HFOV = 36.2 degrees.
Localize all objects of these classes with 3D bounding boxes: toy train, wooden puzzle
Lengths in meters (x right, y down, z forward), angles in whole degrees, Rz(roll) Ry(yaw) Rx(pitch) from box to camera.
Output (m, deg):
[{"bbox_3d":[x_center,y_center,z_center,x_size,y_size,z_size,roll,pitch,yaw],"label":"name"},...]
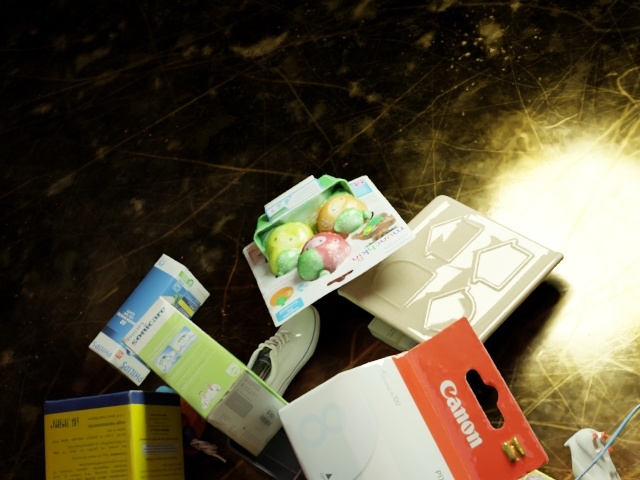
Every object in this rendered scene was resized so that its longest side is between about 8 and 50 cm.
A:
[{"bbox_3d":[-0.246,0.358,2.004,0.248,0.105,0.143,16,52,32],"label":"toy train"},{"bbox_3d":[0.257,0.081,1.946,0.322,0.080,0.348,-42,45,-21],"label":"wooden puzzle"}]

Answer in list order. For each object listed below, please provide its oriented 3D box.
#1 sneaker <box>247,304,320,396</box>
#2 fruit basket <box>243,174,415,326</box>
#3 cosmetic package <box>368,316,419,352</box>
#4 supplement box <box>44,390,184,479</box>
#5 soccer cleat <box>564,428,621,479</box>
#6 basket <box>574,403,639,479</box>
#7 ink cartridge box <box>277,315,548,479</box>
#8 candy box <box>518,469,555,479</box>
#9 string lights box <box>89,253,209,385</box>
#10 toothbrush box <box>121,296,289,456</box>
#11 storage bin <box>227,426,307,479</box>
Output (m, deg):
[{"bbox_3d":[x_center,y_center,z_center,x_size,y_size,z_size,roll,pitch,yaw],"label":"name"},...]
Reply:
[{"bbox_3d":[-0.083,0.233,2.010,0.094,0.091,0.258,14,65,31],"label":"sneaker"},{"bbox_3d":[0.000,0.000,2.035,0.327,0.165,0.353,-32,23,2],"label":"fruit basket"},{"bbox_3d":[0.159,0.185,1.964,0.115,0.041,0.060,26,70,35],"label":"cosmetic package"},{"bbox_3d":[-0.382,0.472,1.845,0.194,0.195,0.356,-9,77,19],"label":"supplement box"},{"bbox_3d":[0.474,0.415,1.655,0.076,0.068,0.196,-40,52,38],"label":"soccer cleat"},{"bbox_3d":[0.538,0.424,1.505,0.289,0.201,0.255,40,80,19],"label":"basket"},{"bbox_3d":[0.152,0.345,1.713,0.385,0.091,0.308,-33,62,12],"label":"ink cartridge box"},{"bbox_3d":[0.324,0.433,1.727,0.206,0.027,0.105,25,68,35],"label":"candy box"},{"bbox_3d":[-0.374,0.175,2.157,0.077,0.133,0.259,26,72,35],"label":"string lights box"},{"bbox_3d":[-0.215,0.259,1.871,0.283,0.206,0.122,31,77,39],"label":"toothbrush box"},{"bbox_3d":[-0.074,0.399,1.898,0.180,0.084,0.122,24,70,34],"label":"storage bin"}]
